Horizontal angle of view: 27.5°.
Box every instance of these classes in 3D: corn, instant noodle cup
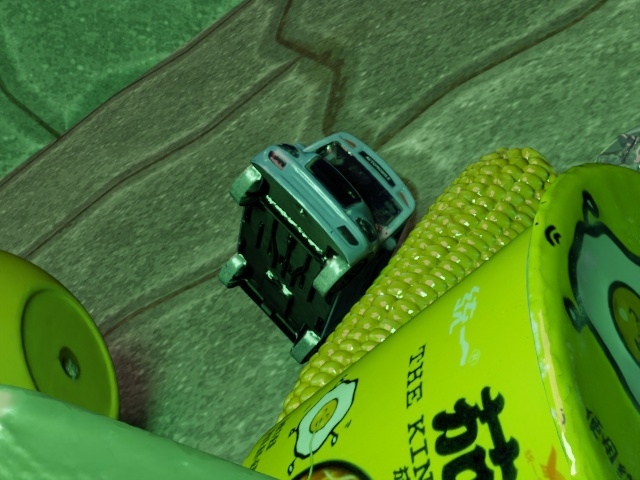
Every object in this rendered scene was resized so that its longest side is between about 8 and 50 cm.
[{"bbox_3d":[0.093,0.077,1.046,0.144,0.144,0.387,-6,36,50],"label":"corn"},{"bbox_3d":[0.118,0.157,0.679,0.254,0.325,0.325,-32,23,33],"label":"instant noodle cup"}]

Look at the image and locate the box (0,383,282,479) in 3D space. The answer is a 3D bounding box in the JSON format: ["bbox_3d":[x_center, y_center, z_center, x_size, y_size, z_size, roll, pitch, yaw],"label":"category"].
[{"bbox_3d":[-0.137,0.279,0.491,0.352,0.177,0.344,118,172,-58],"label":"box"}]

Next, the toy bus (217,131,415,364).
[{"bbox_3d":[0.000,0.000,1.168,0.133,0.125,0.292,-40,-12,-19],"label":"toy bus"}]

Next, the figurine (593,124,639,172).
[{"bbox_3d":[0.235,0.023,0.953,0.194,0.133,0.274,22,64,47],"label":"figurine"}]

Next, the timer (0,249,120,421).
[{"bbox_3d":[-0.399,0.186,1.275,0.387,0.376,0.376,-22,28,19],"label":"timer"}]
